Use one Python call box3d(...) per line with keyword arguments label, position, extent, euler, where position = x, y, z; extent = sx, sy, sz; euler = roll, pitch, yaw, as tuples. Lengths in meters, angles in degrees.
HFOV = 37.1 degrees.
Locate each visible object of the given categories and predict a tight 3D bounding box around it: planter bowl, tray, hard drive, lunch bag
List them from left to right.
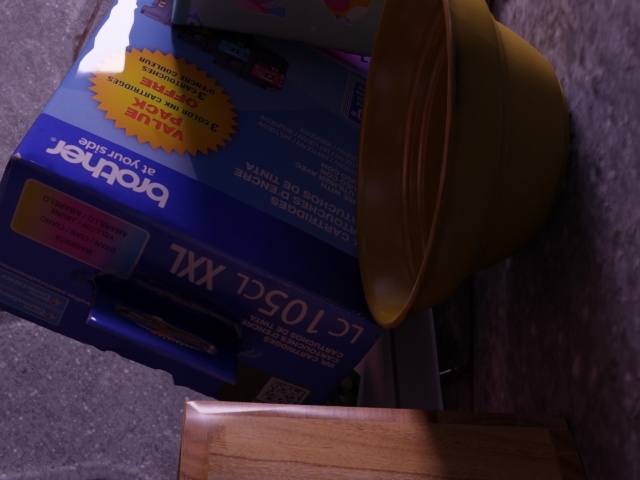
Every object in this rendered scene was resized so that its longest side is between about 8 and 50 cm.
box3d(label="tray", position=(0.000, 0.255, 0.603), extent=(0.076, 0.202, 0.411), euler=(-96, 14, -48))
box3d(label="lunch bag", position=(0.000, -0.284, 0.778), extent=(0.160, 0.223, 0.262), euler=(112, 162, -46))
box3d(label="hard drive", position=(0.048, 0.196, 0.849), extent=(0.307, 0.040, 0.203), euler=(106, 165, -55))
box3d(label="planter bowl", position=(0.086, -0.054, 0.561), extent=(0.217, 0.090, 0.217), euler=(-177, 90, -80))

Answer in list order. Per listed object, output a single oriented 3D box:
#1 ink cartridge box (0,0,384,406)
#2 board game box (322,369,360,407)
box3d(label="ink cartridge box", position=(-0.082, -0.039, 0.735), extent=(0.151, 0.270, 0.395), euler=(-55, 16, 42))
box3d(label="board game box", position=(-0.097, 0.247, 0.781), extent=(0.317, 0.046, 0.213), euler=(-44, 13, 21))
